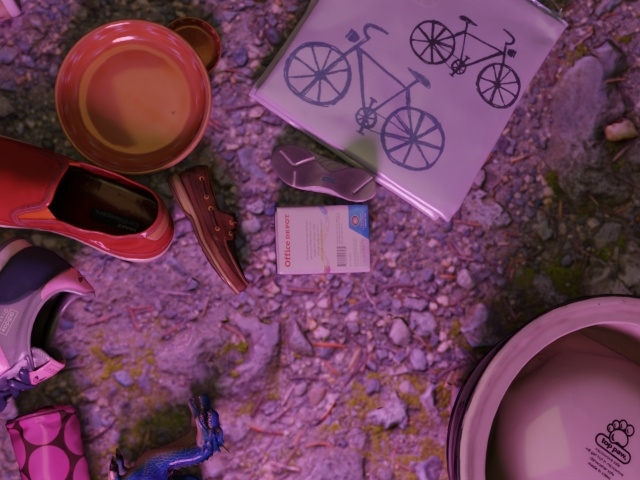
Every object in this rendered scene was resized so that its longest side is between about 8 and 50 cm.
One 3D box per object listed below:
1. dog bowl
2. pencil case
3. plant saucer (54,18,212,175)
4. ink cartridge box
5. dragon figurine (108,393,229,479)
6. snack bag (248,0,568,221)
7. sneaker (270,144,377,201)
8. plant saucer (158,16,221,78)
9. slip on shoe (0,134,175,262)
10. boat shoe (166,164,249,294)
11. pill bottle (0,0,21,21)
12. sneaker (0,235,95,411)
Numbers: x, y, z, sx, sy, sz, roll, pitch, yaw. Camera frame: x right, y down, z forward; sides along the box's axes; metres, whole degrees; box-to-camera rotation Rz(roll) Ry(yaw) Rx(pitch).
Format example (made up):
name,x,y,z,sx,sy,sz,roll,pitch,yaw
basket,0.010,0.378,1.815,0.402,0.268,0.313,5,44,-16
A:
name,x,y,z,sx,sy,sz,roll,pitch,yaw
dog bowl,0.341,0.272,1.052,0.408,0.150,0.408,1,85,-10
pencil case,-0.332,0.309,1.024,0.095,0.098,0.209,-6,85,-42
plant saucer,-0.239,-0.183,1.075,0.200,0.037,0.200,0,92,-3
ink cartridge box,0.000,0.000,1.095,0.122,0.052,0.088,-1,87,-8
dragon figurine,-0.192,0.338,1.039,0.144,0.085,0.289,5,85,-6
snack bag,0.124,-0.249,1.131,0.323,0.037,0.342,32,84,-5
sneaker,0.005,-0.084,1.103,0.152,0.061,0.053,22,92,14
plant saucer,-0.173,-0.255,1.106,0.083,0.013,0.083,0,88,-6
slip on shoe,-0.337,-0.064,1.020,0.331,0.101,0.123,19,67,-8
boat shoe,-0.134,-0.016,1.074,0.060,0.064,0.178,-28,88,-5
pill bottle,-0.479,-0.301,1.023,0.187,0.112,0.112,-22,90,-7
sneaker,-0.389,0.160,1.002,0.131,0.112,0.319,24,86,8
